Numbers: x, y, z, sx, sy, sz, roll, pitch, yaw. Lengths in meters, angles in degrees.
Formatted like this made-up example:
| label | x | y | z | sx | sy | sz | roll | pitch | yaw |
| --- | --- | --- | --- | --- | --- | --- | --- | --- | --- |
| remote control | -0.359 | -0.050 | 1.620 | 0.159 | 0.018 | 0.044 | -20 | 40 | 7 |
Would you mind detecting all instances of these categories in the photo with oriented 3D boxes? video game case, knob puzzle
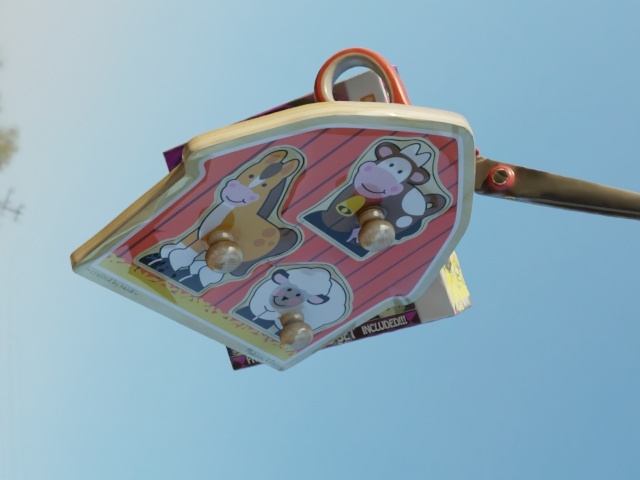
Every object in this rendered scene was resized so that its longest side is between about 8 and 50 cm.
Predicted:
| label | x | y | z | sx | sy | sz | roll | pitch | yaw |
| --- | --- | --- | --- | --- | --- | --- | --- | --- | --- |
| video game case | -0.008 | -0.013 | 0.961 | 0.232 | 0.042 | 0.210 | -17 | -89 | 31 |
| knob puzzle | 0.000 | 0.000 | 0.586 | 0.213 | 0.213 | 0.030 | -54 | -142 | 37 |

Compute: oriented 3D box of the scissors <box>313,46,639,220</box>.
| label | x | y | z | sx | sy | sz | roll | pitch | yaw |
| --- | --- | --- | --- | --- | --- | --- | --- | --- | --- |
| scissors | 0.094 | -0.033 | 0.712 | 0.109 | 0.297 | 0.021 | -57 | 155 | -7 |
